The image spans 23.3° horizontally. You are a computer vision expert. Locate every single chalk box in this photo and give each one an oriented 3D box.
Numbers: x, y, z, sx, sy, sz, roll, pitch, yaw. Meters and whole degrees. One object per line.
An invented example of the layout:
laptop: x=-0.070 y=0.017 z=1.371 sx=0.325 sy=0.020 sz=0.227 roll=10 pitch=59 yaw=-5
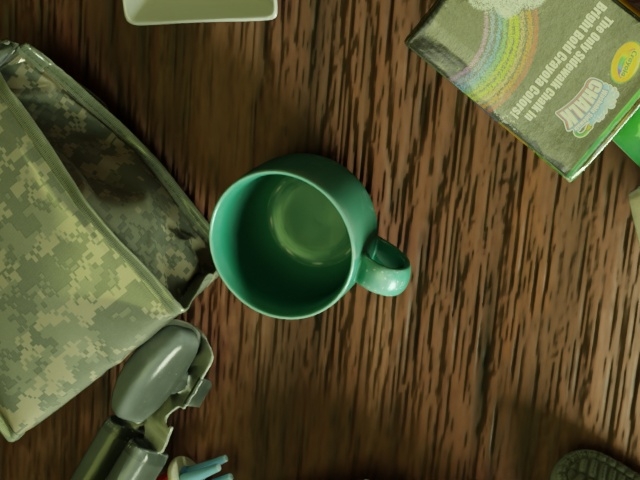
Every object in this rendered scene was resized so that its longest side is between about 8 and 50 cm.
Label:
chalk box: x=0.197 y=-0.141 z=1.182 sx=0.213 sy=0.132 sz=0.132 roll=41 pitch=114 yaw=4

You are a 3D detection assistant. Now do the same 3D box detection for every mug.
mug: x=-0.009 y=0.002 z=1.317 sx=0.129 sy=0.097 sz=0.157 roll=-38 pitch=91 yaw=25

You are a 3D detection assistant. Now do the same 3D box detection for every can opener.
can opener: x=-0.188 y=0.191 z=1.420 sx=0.074 sy=0.093 sz=0.280 roll=38 pitch=104 yaw=41

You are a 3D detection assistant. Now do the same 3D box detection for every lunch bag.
lunch bag: x=-0.262 y=-0.010 z=1.369 sx=0.235 sy=0.169 sz=0.287 roll=-38 pitch=95 yaw=25

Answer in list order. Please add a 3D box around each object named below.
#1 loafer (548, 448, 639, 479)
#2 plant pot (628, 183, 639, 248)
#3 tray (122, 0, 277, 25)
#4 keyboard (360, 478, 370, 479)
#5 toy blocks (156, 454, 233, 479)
loafer: x=0.295 y=0.274 z=1.303 sx=0.251 sy=0.094 sz=0.087 roll=37 pitch=140 yaw=16
plant pot: x=0.301 y=-0.017 z=1.200 sx=0.096 sy=0.109 sz=0.109 roll=-7 pitch=104 yaw=35
tray: x=-0.109 y=-0.318 z=1.296 sx=0.145 sy=0.030 sz=0.270 roll=0 pitch=106 yaw=19
keyboard: x=-0.047 y=0.273 z=1.433 sx=0.256 sy=0.014 sz=0.072 roll=-16 pitch=90 yaw=33
toy blocks: x=-0.140 y=0.268 z=1.444 sx=0.148 sy=0.054 sz=0.123 roll=-27 pitch=60 yaw=28
